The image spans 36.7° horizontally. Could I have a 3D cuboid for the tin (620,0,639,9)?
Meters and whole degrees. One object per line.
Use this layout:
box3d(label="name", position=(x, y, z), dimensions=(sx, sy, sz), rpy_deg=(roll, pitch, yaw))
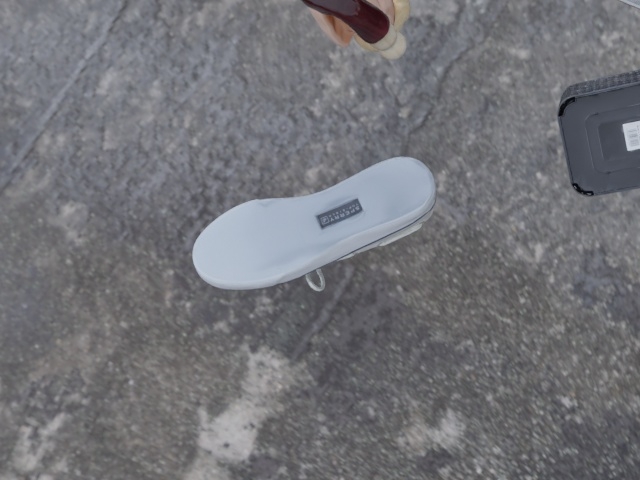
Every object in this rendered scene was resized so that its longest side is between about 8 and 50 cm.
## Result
box3d(label="tin", position=(0.523, -0.405, 1.551), dimensions=(0.189, 0.106, 0.040), rpy_deg=(34, 94, 31))

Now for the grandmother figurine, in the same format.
box3d(label="grandmother figurine", position=(0.003, -0.251, 0.924), dimensions=(0.208, 0.342, 0.104), rpy_deg=(41, 104, 12))

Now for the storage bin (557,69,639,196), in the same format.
box3d(label="storage bin", position=(0.375, -0.132, 1.123), dimensions=(0.180, 0.122, 0.084), rpy_deg=(-10, 16, 19))

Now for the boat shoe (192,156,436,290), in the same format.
box3d(label="boat shoe", position=(-0.001, -0.008, 1.432), dimensions=(0.367, 0.156, 0.136), rpy_deg=(-23, 67, 2))
